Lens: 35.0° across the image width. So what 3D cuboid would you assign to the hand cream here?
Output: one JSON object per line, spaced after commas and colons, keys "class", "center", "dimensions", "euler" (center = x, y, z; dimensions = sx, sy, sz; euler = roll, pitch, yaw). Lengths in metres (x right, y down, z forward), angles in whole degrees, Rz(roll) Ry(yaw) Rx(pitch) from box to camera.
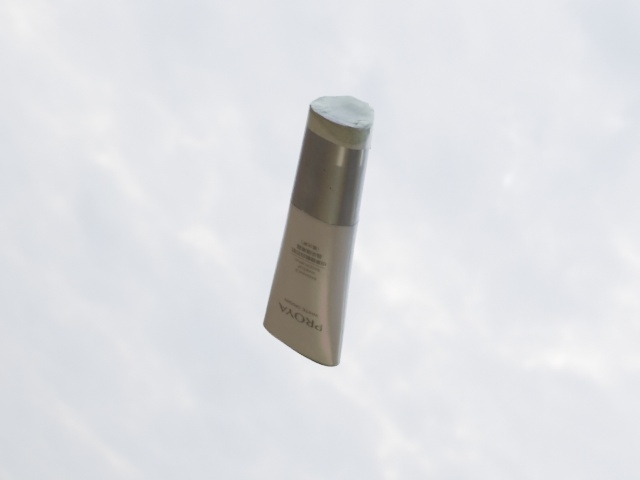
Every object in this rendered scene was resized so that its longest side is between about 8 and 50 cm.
{"class": "hand cream", "center": [0.000, 0.000, 0.836], "dimensions": [0.079, 0.048, 0.255], "euler": [28, -51, 23]}
